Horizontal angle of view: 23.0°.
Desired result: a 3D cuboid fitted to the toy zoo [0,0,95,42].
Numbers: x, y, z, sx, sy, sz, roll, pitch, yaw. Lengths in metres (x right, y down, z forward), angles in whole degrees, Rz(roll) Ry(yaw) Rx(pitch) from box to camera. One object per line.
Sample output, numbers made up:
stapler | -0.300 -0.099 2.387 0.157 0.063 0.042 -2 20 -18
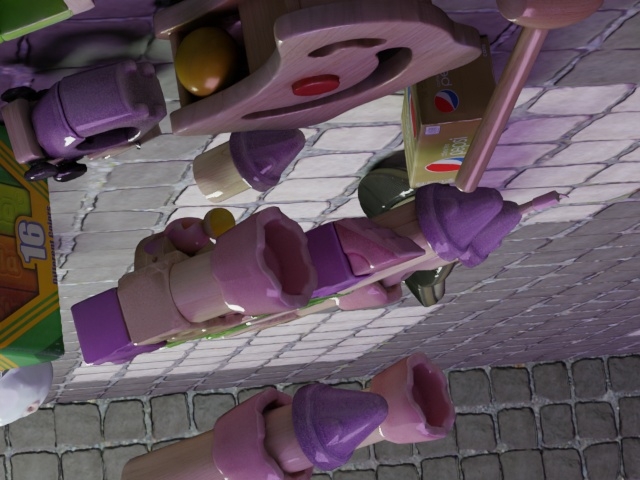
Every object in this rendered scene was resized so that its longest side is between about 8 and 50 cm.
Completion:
toy zoo | -0.269 -0.104 0.797 0.293 0.030 0.192 -20 174 -2

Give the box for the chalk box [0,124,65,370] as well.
chalk box | -0.340 0.002 1.102 0.179 0.180 0.289 -12 168 25

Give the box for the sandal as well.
sandal | 0.101 -0.015 1.500 0.086 0.120 0.303 -34 171 -4

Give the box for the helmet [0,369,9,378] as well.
helmet | -0.337 0.057 1.392 0.162 0.169 0.169 13 167 -2

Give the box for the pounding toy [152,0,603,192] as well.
pounding toy | 0.012 -0.098 0.882 0.154 0.155 0.269 -1 168 -44

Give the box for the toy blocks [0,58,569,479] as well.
toy blocks | 0.000 0.000 1.070 0.260 0.309 0.288 -22 172 28

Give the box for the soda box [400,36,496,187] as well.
soda box | 0.095 -0.092 1.184 0.058 0.061 0.181 -7 168 -1

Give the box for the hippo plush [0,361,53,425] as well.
hippo plush | -0.402 0.095 1.592 0.237 0.234 0.294 -23 127 -9
